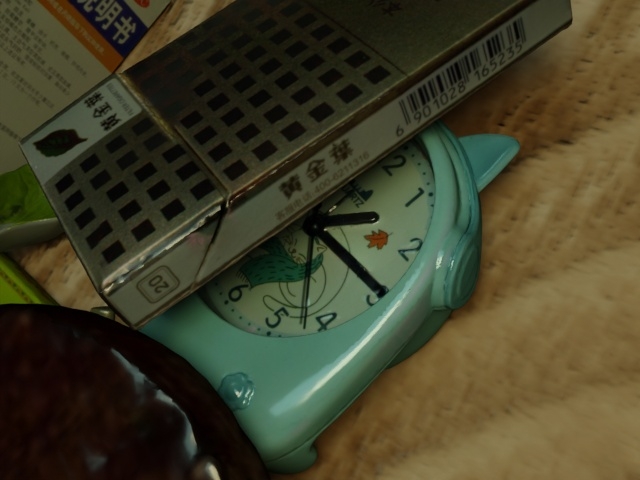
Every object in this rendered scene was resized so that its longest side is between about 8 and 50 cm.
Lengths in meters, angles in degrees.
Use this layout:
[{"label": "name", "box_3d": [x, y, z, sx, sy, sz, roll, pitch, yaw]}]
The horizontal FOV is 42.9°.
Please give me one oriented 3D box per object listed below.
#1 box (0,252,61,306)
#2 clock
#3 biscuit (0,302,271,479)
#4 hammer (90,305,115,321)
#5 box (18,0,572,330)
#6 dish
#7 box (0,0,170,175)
[{"label": "box", "box_3d": [-0.338, 0.162, 0.642, 0.187, 0.047, 0.335, 35, 83, 32]}, {"label": "clock", "box_3d": [0.000, 0.000, 0.553, 0.274, 0.094, 0.223, -39, 58, -1]}, {"label": "biscuit", "box_3d": [-0.185, 0.239, 0.476, 0.407, 0.091, 0.407, -5, 78, 23]}, {"label": "hammer", "box_3d": [-0.154, 0.144, 0.550, 0.062, 0.013, 0.199, 2, 89, 28]}, {"label": "box", "box_3d": [-0.024, -0.099, 0.524, 0.325, 0.047, 0.180, -35, 47, -8]}, {"label": "dish", "box_3d": [-0.247, -0.017, 0.672, 0.091, 0.039, 0.137, 24, 38, 26]}, {"label": "box", "box_3d": [-0.298, -0.172, 0.693, 0.106, 0.200, 0.299, 31, 81, 33]}]
